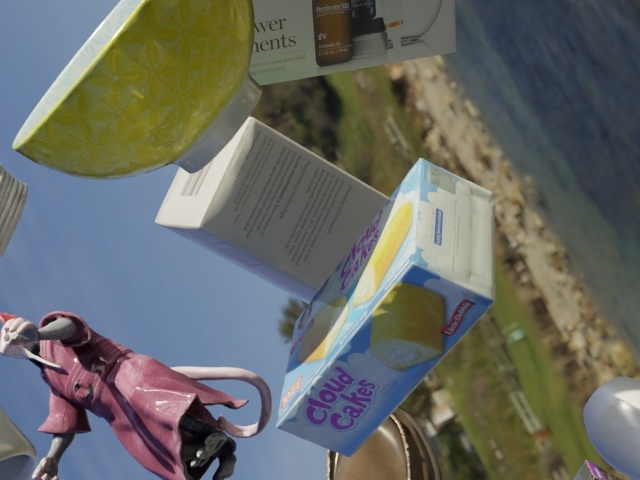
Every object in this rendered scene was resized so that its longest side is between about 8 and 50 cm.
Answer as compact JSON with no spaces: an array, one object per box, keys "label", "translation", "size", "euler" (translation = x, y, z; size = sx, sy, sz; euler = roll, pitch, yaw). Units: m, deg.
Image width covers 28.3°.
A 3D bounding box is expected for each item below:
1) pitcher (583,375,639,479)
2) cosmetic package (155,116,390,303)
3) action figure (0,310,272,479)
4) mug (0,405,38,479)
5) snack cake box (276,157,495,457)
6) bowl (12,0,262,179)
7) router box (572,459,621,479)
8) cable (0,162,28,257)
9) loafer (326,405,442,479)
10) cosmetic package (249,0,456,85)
[{"label":"pitcher","translation":[0.478,0.290,1.768],"size":[0.177,0.125,0.207],"euler":[20,-159,-50]},{"label":"cosmetic package","translation":[0.000,0.000,1.604],"size":[0.365,0.155,0.197],"euler":[28,171,-23]},{"label":"action figure","translation":[-0.270,0.172,1.662],"size":[0.370,0.248,0.276],"euler":[29,-141,17]},{"label":"mug","translation":[-0.479,0.170,1.032],"size":[0.328,0.374,0.276],"euler":[47,154,10]},{"label":"snack cake box","translation":[0.062,0.069,1.218],"size":[0.089,0.264,0.152],"euler":[25,-141,-15]},{"label":"bowl","translation":[-0.153,-0.157,1.252],"size":[0.156,0.289,0.289],"euler":[40,-168,-17]},{"label":"router box","translation":[0.224,0.287,1.024],"size":[0.133,0.179,0.046],"euler":[31,-170,-2]},{"label":"cable","translation":[-0.525,0.006,1.884],"size":[0.089,0.257,0.257],"euler":[32,-164,-20]},{"label":"loafer","translation":[0.065,0.329,1.461],"size":[0.130,0.133,0.366],"euler":[39,-149,-40]},{"label":"cosmetic package","translation":[-0.019,-0.353,1.600],"size":[0.097,0.377,0.284],"euler":[-131,32,-62]}]
